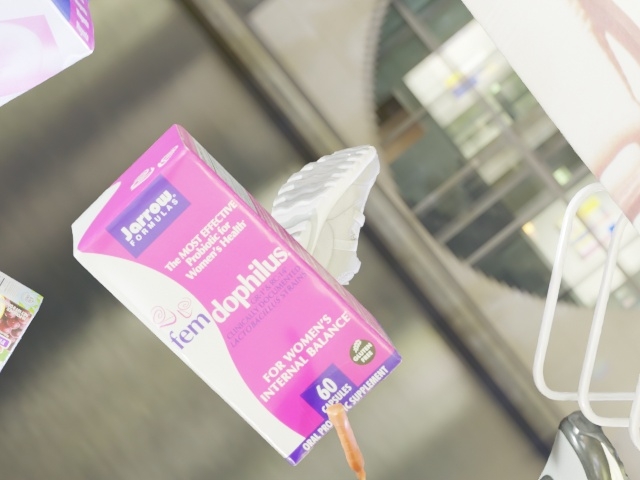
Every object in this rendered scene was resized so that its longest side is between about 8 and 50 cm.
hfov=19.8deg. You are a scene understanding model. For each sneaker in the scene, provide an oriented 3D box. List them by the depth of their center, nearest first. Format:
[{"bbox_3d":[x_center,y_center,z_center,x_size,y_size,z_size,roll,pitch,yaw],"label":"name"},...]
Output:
[{"bbox_3d":[0.186,0.261,1.478,0.100,0.108,0.272,-120,-147,-58],"label":"sneaker"},{"bbox_3d":[0.000,0.000,2.162,0.105,0.281,0.115,-9,-52,42],"label":"sneaker"}]

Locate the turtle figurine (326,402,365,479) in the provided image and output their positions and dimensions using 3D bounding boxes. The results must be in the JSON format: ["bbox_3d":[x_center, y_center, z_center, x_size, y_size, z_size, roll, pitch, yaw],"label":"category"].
[{"bbox_3d":[0.028,0.256,1.149,0.217,0.087,0.270,35,-53,53],"label":"turtle figurine"}]

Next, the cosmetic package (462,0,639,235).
[{"bbox_3d":[0.136,-0.138,0.715,0.153,0.129,0.296,-14,61,-38],"label":"cosmetic package"}]

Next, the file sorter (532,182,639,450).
[{"bbox_3d":[0.306,0.077,1.345,0.173,0.193,0.277,3,14,-29],"label":"file sorter"}]

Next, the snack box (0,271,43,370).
[{"bbox_3d":[-0.292,0.079,1.411,0.100,0.141,0.037,32,20,-7],"label":"snack box"}]

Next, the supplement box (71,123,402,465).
[{"bbox_3d":[-0.062,0.036,1.303,0.220,0.111,0.114,44,3,-13],"label":"supplement box"}]

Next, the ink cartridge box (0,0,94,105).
[{"bbox_3d":[-0.330,-0.220,1.620,0.071,0.330,0.324,61,3,25],"label":"ink cartridge box"}]
